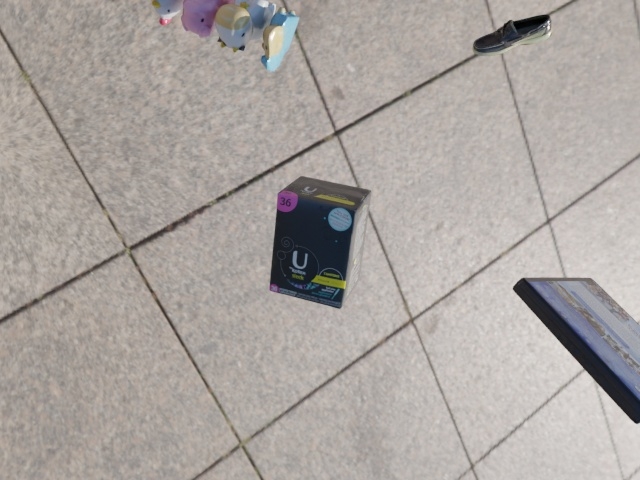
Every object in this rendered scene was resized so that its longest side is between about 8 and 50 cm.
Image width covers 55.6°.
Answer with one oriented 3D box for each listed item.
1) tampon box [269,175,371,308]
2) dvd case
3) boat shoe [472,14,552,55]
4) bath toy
[{"bbox_3d":[0.000,0.000,0.923,0.101,0.120,0.161,-49,149,-62],"label":"tampon box"},{"bbox_3d":[0.340,0.114,0.715,0.253,0.180,0.022,4,131,-50],"label":"dvd case"},{"bbox_3d":[0.368,-0.401,1.171,0.152,0.056,0.049,-15,145,9],"label":"boat shoe"},{"bbox_3d":[-0.222,-0.470,1.263,0.151,0.348,0.129,-27,141,-63],"label":"bath toy"}]
